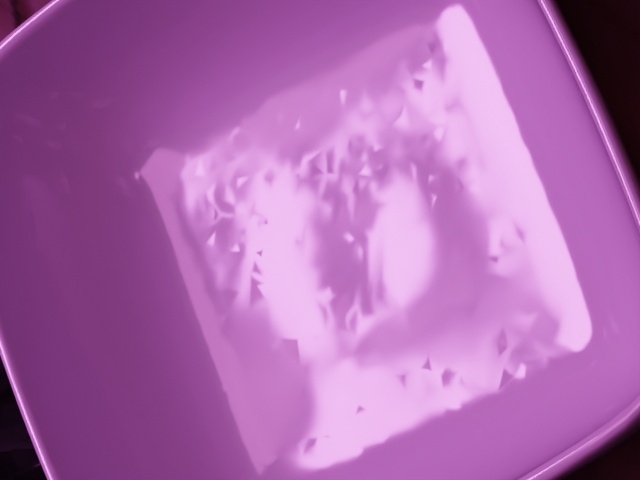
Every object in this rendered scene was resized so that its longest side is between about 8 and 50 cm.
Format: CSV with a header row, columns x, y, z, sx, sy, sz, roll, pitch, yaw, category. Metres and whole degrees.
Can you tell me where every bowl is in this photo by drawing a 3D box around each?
x,y,z,sx,sy,sz,roll,pitch,yaw,category
0.000,0.000,0.359,0.142,0.053,0.142,-28,73,20,bowl

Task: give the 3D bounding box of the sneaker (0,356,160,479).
x,y,z,sx,sy,sz,roll,pitch,yaw,category
-0.135,0.048,0.414,0.237,0.085,0.086,25,129,20,sneaker
